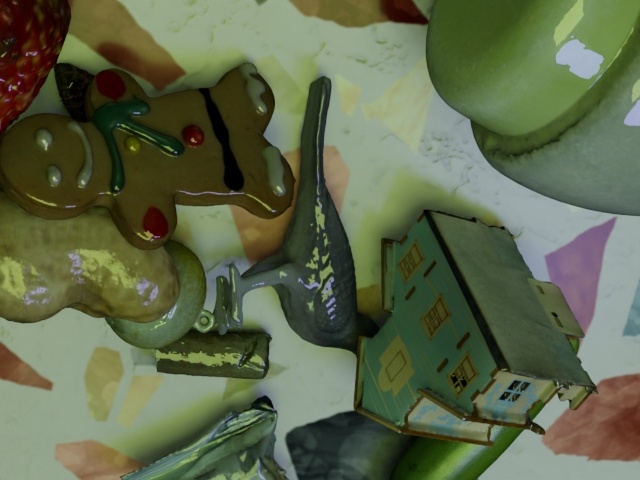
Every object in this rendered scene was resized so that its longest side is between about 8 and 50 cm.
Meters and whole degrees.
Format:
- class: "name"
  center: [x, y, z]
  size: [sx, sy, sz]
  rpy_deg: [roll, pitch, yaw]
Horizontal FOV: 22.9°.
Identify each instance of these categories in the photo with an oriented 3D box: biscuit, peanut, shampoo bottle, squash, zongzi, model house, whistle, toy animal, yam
- class: "biscuit"
  center: [-0.072, 0.338, 1.790]
  size: [0.186, 0.079, 0.309]
  rpy_deg: [-28, 110, 1]
- class: "peanut"
  center: [-0.261, 0.020, 1.546]
  size: [0.253, 0.137, 0.122]
  rpy_deg: [3, 152, -18]
- class: "shampoo bottle"
  center: [0.286, -0.185, 1.518]
  size: [0.317, 0.322, 0.322]
  rpy_deg: [29, 104, -25]
- class: "squash"
  center: [0.184, 0.201, 1.769]
  size: [0.082, 0.082, 0.292]
  rpy_deg: [39, 100, -18]
- class: "zongzi"
  center: [-0.240, -0.135, 1.616]
  size: [0.083, 0.067, 0.073]
  rpy_deg: [21, 100, -31]
- class: "model house"
  center: [0.147, 0.126, 1.660]
  size: [0.178, 0.271, 0.206]
  rpy_deg: [12, 128, -37]
- class: "biscuit"
  center: [-0.168, -0.086, 1.545]
  size: [0.301, 0.197, 0.049]
  rpy_deg: [-7, 152, -25]
- class: "whistle"
  center: [-0.209, 0.036, 1.665]
  size: [0.223, 0.123, 0.123]
  rpy_deg: [29, 105, 5]
- class: "toy animal"
  center: [-0.025, 0.030, 1.678]
  size: [0.206, 0.081, 0.367]
  rpy_deg: [-27, 114, -20]
- class: "yam"
  center: [-0.118, 0.123, 1.721]
  size: [0.132, 0.054, 0.054]
  rpy_deg: [4, 109, -7]

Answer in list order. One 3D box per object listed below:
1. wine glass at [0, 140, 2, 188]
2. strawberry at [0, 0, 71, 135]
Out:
- class: "wine glass"
  center: [-0.371, -0.039, 1.611]
  size: [0.202, 0.093, 0.093]
  rpy_deg: [-26, 110, 3]
- class: "strawberry"
  center: [-0.405, -0.157, 1.468]
  size: [0.343, 0.292, 0.292]
  rpy_deg: [-24, 111, 6]
